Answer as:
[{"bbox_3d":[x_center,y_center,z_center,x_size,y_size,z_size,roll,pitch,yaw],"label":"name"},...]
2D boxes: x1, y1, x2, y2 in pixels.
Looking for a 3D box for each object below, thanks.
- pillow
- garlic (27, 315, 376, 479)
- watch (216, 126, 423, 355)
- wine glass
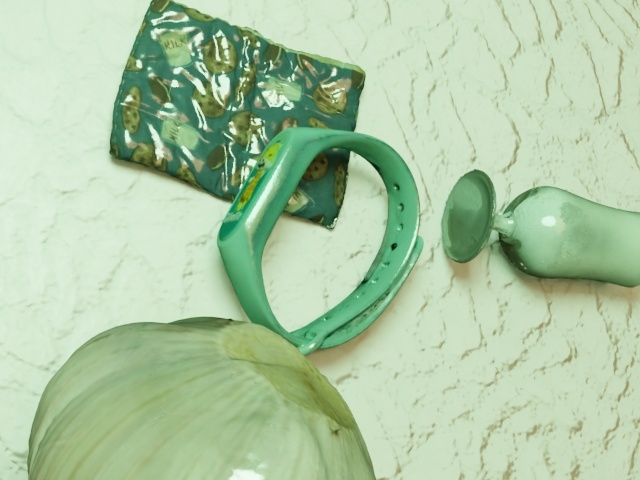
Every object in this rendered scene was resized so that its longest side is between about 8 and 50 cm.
[{"bbox_3d":[-0.080,-0.132,0.983,0.255,0.034,0.189,18,72,-20],"label":"pillow"},{"bbox_3d":[-0.094,0.201,0.747,0.317,0.317,0.259,27,105,-14],"label":"garlic"},{"bbox_3d":[0.000,0.000,0.945,0.195,0.068,0.237,38,68,-24],"label":"watch"},{"bbox_3d":[0.257,-0.008,1.050,0.231,0.103,0.103,9,73,-24],"label":"wine glass"}]
